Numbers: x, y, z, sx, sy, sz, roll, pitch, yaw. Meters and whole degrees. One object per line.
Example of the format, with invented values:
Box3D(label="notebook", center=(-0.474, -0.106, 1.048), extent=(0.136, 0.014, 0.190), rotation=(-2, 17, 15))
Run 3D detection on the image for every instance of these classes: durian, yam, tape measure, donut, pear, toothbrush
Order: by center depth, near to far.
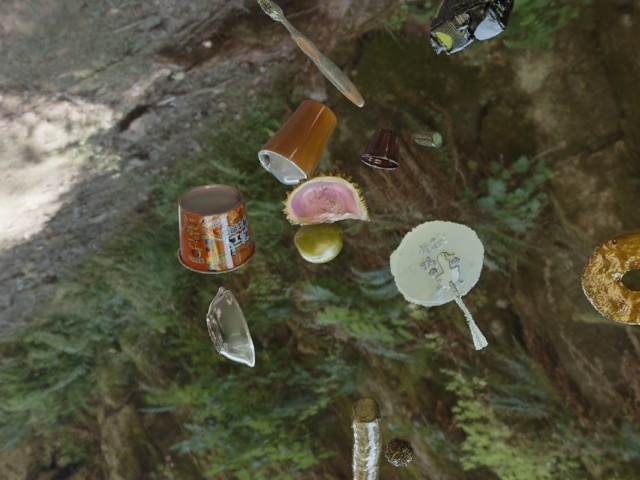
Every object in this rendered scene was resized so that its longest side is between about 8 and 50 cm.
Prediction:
Box3D(label="toothbrush", center=(-0.021, -0.369, 1.292), extent=(0.028, 0.375, 0.037), rotation=(-49, 148, 19))
Box3D(label="yam", center=(0.093, 0.442, 1.338), extent=(0.066, 0.299, 0.066), rotation=(-3, -149, 2))
Box3D(label="tape measure", center=(0.354, -0.545, 1.574), extent=(0.199, 0.112, 0.186), rotation=(-9, -133, 42))
Box3D(label="durian", center=(0.014, -0.100, 1.611), extent=(0.183, 0.132, 0.165), rotation=(-10, 161, 18))
Box3D(label="donut", center=(0.833, 0.084, 1.759), extent=(0.278, 0.277, 0.108), rotation=(-31, -170, 37))
Box3D(label="yam", center=(0.293, -0.276, 1.811), extent=(0.043, 0.043, 0.094), rotation=(-23, -161, -19))
Box3D(label="durian", center=(0.218, 0.585, 1.859), extent=(0.080, 0.080, 0.091), rotation=(-27, -174, 10))
Box3D(label="pear", center=(0.000, 0.000, 2.212), extent=(0.162, 0.148, 0.149), rotation=(-17, 175, 19))

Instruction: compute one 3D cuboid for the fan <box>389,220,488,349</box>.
Box3D(label="fan", center=(0.331, 0.122, 1.661), extent=(0.233, 0.414, 0.012), rotation=(-31, -154, 7))

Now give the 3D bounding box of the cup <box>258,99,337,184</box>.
Box3D(label="cup", center=(-0.079, -0.309, 2.136), extent=(0.226, 0.182, 0.263), rotation=(9, -118, 51))

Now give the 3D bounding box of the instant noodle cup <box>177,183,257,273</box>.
Box3D(label="instant noodle cup", center=(-0.325, -0.047, 2.064), extent=(0.251, 0.250, 0.192), rotation=(-21, 129, -28))

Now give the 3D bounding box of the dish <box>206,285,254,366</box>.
Box3D(label="dish", center=(-0.247, 0.232, 1.738), extent=(0.081, 0.229, 0.229), rotation=(-20, 171, -19))

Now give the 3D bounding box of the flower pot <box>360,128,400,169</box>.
Box3D(label="flower pot", center=(0.170, -0.250, 1.809), extent=(0.111, 0.089, 0.111), rotation=(14, 172, 2))
